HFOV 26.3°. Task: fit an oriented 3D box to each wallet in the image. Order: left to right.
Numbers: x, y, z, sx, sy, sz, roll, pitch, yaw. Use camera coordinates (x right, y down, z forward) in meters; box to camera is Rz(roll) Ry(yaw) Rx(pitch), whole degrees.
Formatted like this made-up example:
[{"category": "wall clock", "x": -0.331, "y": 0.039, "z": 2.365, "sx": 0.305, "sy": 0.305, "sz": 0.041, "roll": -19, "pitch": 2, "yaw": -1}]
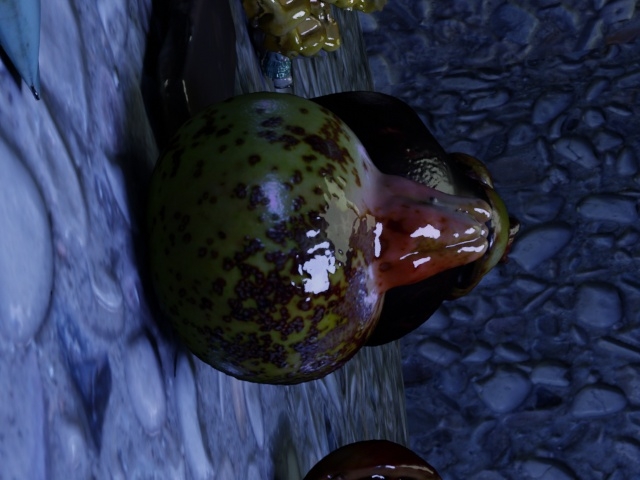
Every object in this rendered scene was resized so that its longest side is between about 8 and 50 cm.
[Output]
[{"category": "wallet", "x": -0.105, "y": -0.157, "z": 1.198, "sx": 0.309, "sy": 0.042, "sz": 0.165, "roll": -90, "pitch": 170, "yaw": -49}]

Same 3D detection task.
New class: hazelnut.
[{"category": "hazelnut", "x": 0.052, "y": 0.293, "z": 1.316, "sx": 0.160, "sy": 0.170, "sz": 0.201, "roll": -7, "pitch": 77, "yaw": -82}]

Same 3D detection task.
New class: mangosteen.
[{"category": "mangosteen", "x": 0.062, "y": -0.015, "z": 1.388, "sx": 0.287, "sy": 0.288, "sz": 0.233, "roll": 72, "pitch": 36, "yaw": -52}]

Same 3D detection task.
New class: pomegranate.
[{"category": "pomegranate", "x": 0.000, "y": 0.000, "z": 0.986, "sx": 0.214, "sy": 0.248, "sz": 0.214, "roll": -3, "pitch": 90, "yaw": -83}]

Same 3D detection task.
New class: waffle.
[{"category": "waffle", "x": -0.029, "y": -0.338, "z": 1.527, "sx": 0.324, "sy": 0.151, "sz": 0.261, "roll": -59, "pitch": 124, "yaw": -80}]

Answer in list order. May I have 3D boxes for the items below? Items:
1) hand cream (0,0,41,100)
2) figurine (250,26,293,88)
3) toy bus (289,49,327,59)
[{"category": "hand cream", "x": -0.177, "y": -0.199, "z": 0.648, "sx": 0.312, "sy": 0.070, "sz": 0.111, "roll": 85, "pitch": -2, "yaw": -60}, {"category": "figurine", "x": -0.057, "y": -0.240, "z": 1.693, "sx": 0.106, "sy": 0.047, "sz": 0.060, "roll": 77, "pitch": 16, "yaw": -44}, {"category": "toy bus", "x": -0.040, "y": -0.300, "z": 1.810, "sx": 0.226, "sy": 0.081, "sz": 0.074, "roll": 59, "pitch": 27, "yaw": -81}]
